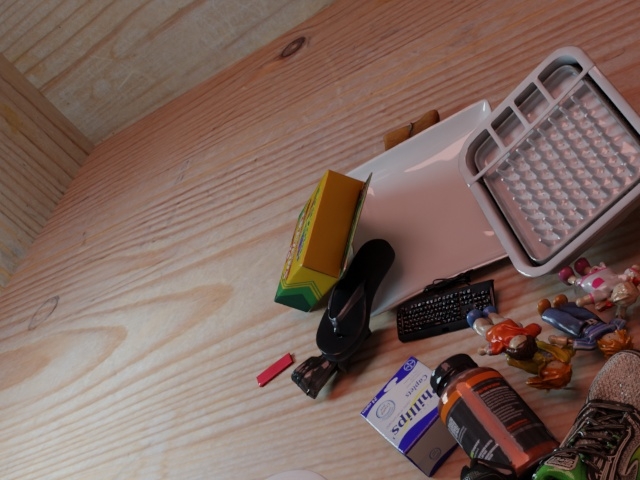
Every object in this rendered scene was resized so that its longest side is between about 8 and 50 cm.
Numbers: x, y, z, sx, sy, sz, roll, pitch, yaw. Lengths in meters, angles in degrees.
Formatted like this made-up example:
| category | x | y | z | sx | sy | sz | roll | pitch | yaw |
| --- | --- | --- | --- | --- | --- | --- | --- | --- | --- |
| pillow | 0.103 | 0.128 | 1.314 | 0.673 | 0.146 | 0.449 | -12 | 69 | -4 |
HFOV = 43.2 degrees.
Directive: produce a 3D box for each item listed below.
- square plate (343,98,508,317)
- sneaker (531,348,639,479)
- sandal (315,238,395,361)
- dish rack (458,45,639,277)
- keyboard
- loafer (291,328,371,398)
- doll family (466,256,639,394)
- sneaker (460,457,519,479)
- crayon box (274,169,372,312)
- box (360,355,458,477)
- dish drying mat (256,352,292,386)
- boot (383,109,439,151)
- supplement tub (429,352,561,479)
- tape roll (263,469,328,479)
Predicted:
| category | x | y | z | sx | sy | sz | roll | pitch | yaw |
| --- | --- | --- | --- | --- | --- | --- | --- | --- | --- |
| square plate | 0.208 | -0.056 | 1.521 | 0.344 | 0.049 | 0.347 | -27 | 51 | 25 |
| sneaker | 0.326 | 0.265 | 0.924 | 0.134 | 0.146 | 0.344 | -9 | 42 | 45 |
| sandal | 0.053 | 0.098 | 1.449 | 0.097 | 0.054 | 0.255 | -1 | 54 | 37 |
| dish rack | 0.383 | -0.121 | 1.290 | 0.285 | 0.072 | 0.333 | -46 | 40 | 26 |
| keyboard | 0.204 | 0.106 | 1.371 | 0.192 | 0.038 | 0.100 | -20 | 57 | 33 |
| loafer | 0.030 | 0.217 | 1.456 | 0.170 | 0.062 | 0.061 | -38 | 67 | -7 |
| doll family | 0.349 | 0.133 | 1.139 | 0.263 | 0.118 | 0.163 | -26 | 21 | -9 |
| sneaker | 0.193 | 0.346 | 0.943 | 0.087 | 0.228 | 0.130 | 12 | 39 | 21 |
| crayon box | 0.000 | 0.000 | 1.546 | 0.318 | 0.081 | 0.202 | 128 | 160 | -66 |
| box | 0.151 | 0.262 | 1.218 | 0.126 | 0.072 | 0.137 | -47 | 30 | -8 |
| dish drying mat | -0.090 | 0.254 | 1.587 | 0.083 | 0.008 | 0.032 | -38 | 30 | 6 |
| boot | 0.146 | -0.171 | 1.786 | 0.264 | 0.096 | 0.280 | -29 | 30 | 23 |
| supplement tub | 0.226 | 0.240 | 1.066 | 0.106 | 0.106 | 0.198 | -40 | 49 | 4 |
| tape roll | -0.023 | 0.454 | 1.071 | 0.246 | 0.169 | 0.246 | -31 | 30 | 20 |
